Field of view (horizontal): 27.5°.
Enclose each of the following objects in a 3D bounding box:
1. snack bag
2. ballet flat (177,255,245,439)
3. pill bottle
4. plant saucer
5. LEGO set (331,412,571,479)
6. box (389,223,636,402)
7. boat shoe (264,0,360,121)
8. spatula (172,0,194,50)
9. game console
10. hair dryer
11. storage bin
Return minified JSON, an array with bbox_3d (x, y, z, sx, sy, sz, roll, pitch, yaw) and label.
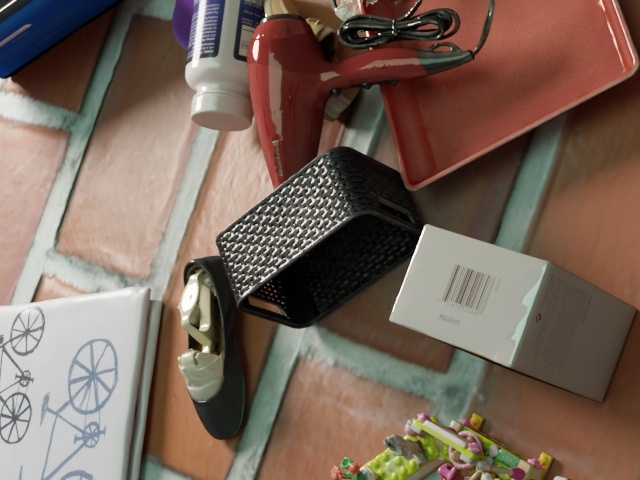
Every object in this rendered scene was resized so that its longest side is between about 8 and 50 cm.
[{"bbox_3d":[-0.335,0.226,1.554,0.343,0.037,0.323,-8,70,37],"label":"snack bag"},{"bbox_3d":[-0.124,0.111,1.399,0.074,0.074,0.203,-15,67,35],"label":"ballet flat"},{"bbox_3d":[-0.102,-0.213,1.472,0.094,0.094,0.169,-5,72,38],"label":"pill bottle"},{"bbox_3d":[0.172,-0.204,1.280,0.259,0.048,0.258,-28,60,30],"label":"plant saucer"},{"bbox_3d":[0.086,0.212,1.172,0.287,0.107,0.132,-2,74,38],"label":"LEGO set"},{"bbox_3d":[0.167,0.064,1.113,0.130,0.170,0.091,18,86,41],"label":"box"},{"bbox_3d":[-0.005,-0.209,1.418,0.059,0.063,0.170,-36,65,21],"label":"boat shoe"},{"bbox_3d":[-0.108,-0.364,1.548,0.084,0.030,0.296,35,105,41],"label":"spatula"},{"bbox_3d":[-0.377,-0.343,1.693,0.293,0.250,0.173,-27,87,30],"label":"game console"},{"bbox_3d":[0.019,-0.172,1.307,0.224,0.080,0.293,39,106,35],"label":"hair dryer"},{"bbox_3d":[0.000,0.000,1.300,0.180,0.122,0.084,-37,56,24],"label":"storage bin"}]
